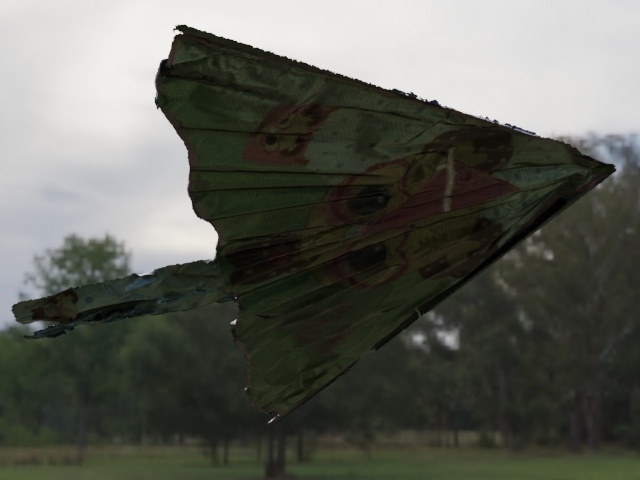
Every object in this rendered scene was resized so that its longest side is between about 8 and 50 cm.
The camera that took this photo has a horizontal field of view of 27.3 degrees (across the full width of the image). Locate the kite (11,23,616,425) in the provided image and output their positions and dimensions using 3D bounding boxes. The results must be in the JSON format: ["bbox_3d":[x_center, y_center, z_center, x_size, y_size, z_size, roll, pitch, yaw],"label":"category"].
[{"bbox_3d":[0.000,0.000,0.568,0.267,0.013,0.323,-16,-32,-3],"label":"kite"}]
